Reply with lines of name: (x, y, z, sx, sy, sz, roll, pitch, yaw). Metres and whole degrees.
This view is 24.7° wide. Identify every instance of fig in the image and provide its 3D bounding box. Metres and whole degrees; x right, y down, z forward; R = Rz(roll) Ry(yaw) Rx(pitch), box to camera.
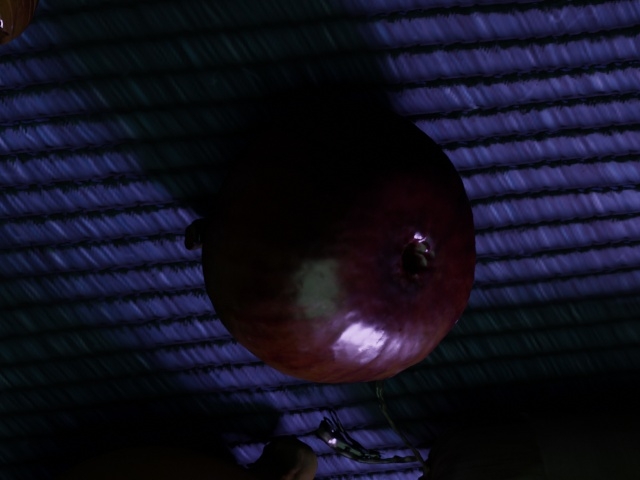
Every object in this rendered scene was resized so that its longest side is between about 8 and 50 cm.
fig: (0.014, 0.001, 1.190, 0.235, 0.214, 0.235, -2, 99, -14)

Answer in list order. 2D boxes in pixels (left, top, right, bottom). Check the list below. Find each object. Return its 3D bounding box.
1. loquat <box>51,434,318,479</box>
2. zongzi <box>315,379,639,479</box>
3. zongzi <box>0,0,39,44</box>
loquat: (-0.122, 0.325, 1.338, 0.359, 0.328, 0.328, -48, 126, -23)
zongzi: (0.218, 0.331, 1.413, 0.447, 0.181, 0.418, -1, 113, -5)
zongzi: (-0.247, -0.294, 0.998, 0.288, 0.134, 0.286, -40, 126, 10)
